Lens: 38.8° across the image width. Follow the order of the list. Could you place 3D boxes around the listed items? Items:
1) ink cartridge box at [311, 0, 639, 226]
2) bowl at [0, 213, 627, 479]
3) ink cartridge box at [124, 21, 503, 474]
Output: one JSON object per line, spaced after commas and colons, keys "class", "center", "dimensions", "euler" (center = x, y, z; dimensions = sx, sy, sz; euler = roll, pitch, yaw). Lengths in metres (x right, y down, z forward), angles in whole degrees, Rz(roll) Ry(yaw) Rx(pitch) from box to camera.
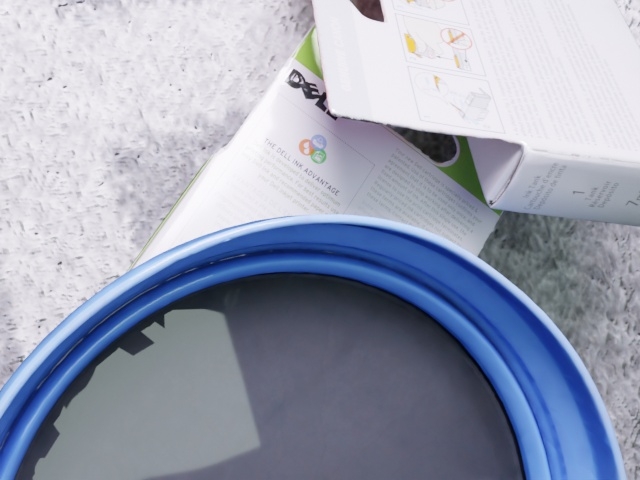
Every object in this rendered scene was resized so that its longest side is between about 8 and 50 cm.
{"class": "ink cartridge box", "center": [0.099, -0.136, 0.614], "dimensions": [0.238, 0.060, 0.275], "euler": [6, 48, -15]}
{"class": "bowl", "center": [-0.008, 0.181, 0.504], "dimensions": [0.391, 0.077, 0.391], "euler": [0, 89, -21]}
{"class": "ink cartridge box", "center": [0.000, 0.000, 0.621], "dimensions": [0.188, 0.097, 0.255], "euler": [36, 73, -9]}
